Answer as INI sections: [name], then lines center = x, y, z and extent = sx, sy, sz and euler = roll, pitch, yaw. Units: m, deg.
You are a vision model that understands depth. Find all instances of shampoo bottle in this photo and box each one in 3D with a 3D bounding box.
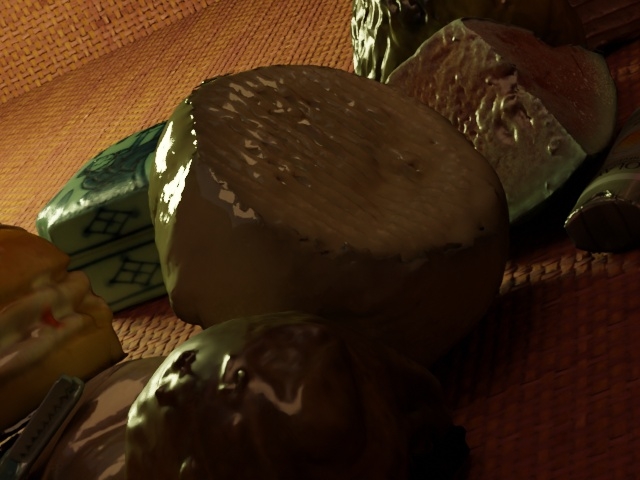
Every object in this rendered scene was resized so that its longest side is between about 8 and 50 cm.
[shampoo bottle]
center = 0.305, -0.068, 1.663
extent = 0.086, 0.056, 0.227
euler = -18, 21, 37

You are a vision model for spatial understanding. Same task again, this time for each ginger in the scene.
[ginger]
center = -0.026, 0.148, 1.311
extent = 0.200, 0.223, 0.269
euler = -24, 20, 25

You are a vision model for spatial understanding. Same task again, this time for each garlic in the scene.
[garlic]
center = -0.186, 0.176, 1.652
extent = 0.228, 0.110, 0.217
euler = -39, 17, -28

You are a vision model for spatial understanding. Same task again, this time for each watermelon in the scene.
[watermelon]
center = 0.175, -0.120, 1.765
extent = 0.213, 0.201, 0.262
euler = -41, 15, 22

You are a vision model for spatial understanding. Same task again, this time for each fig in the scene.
[fig]
center = 0.118, -0.167, 1.955
extent = 0.369, 0.286, 0.286
euler = -57, 24, -10

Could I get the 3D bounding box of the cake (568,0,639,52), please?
[cake]
center = 0.299, -0.255, 2.136
extent = 0.287, 0.098, 0.135
euler = -25, 16, 27

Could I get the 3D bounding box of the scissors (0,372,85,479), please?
[scissors]
center = -0.295, 0.224, 1.625
extent = 0.256, 0.030, 0.125
euler = -53, 10, 17

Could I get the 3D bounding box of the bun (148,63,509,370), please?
[bun]
center = 0.000, 0.000, 1.574
extent = 0.360, 0.359, 0.211
euler = -55, -13, -54

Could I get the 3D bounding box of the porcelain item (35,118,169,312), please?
[porcelain item]
center = -0.197, -0.050, 2.211
extent = 0.286, 0.157, 0.281
euler = -18, 19, 28

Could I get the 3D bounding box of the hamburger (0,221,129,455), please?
[hamburger]
center = -0.360, 0.100, 1.828
extent = 0.276, 0.237, 0.276
euler = -35, 0, 0
